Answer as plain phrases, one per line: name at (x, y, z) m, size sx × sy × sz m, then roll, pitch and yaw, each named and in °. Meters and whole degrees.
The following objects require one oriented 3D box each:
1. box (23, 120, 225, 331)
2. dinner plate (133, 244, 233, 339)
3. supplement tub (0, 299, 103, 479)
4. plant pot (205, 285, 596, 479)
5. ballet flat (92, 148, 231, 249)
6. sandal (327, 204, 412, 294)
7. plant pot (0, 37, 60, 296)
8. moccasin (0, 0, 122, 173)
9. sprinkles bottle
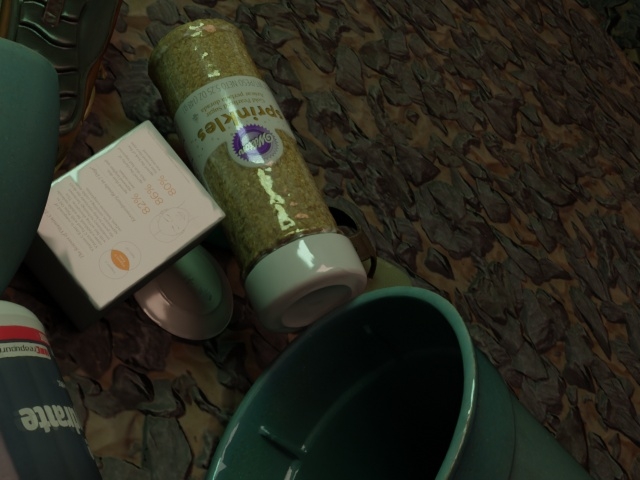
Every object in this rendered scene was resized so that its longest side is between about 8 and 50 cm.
box at (-0.208, -0.015, 1.090) m, size 0.170 × 0.091 × 0.130 m, roll -38°, pitch 90°, yaw -30°
dinner plate at (-0.152, 0.046, 1.206) m, size 0.141 × 0.017 × 0.141 m, roll 27°, pitch 44°, yaw -30°
supplement tub at (-0.262, 0.200, 0.816) m, size 0.191 × 0.191 × 0.272 m, roll -6°, pitch 64°, yaw -48°
plant pot at (0.117, 0.274, 1.057) m, size 0.334 × 0.341 × 0.341 m, roll 39°, pitch 38°, yaw -27°
ballet flat at (-0.161, -0.057, 1.240) m, size 0.222 × 0.077 × 0.079 m, roll 19°, pitch 43°, yaw -29°
sandal at (-0.001, 0.000, 1.339) m, size 0.303 × 0.086 × 0.120 m, roll 35°, pitch 40°, yaw -20°
plant pot at (-0.348, -0.028, 0.876) m, size 0.290 × 0.290 × 0.195 m, roll 0°, pitch 77°, yaw -46°
moccasin at (-0.292, -0.221, 1.201) m, size 0.139 × 0.147 × 0.380 m, roll 12°, pitch 54°, yaw -22°
sprinkles bottle at (-0.075, -0.076, 1.171) m, size 0.121 × 0.121 × 0.355 m, roll 2°, pitch 52°, yaw -45°
